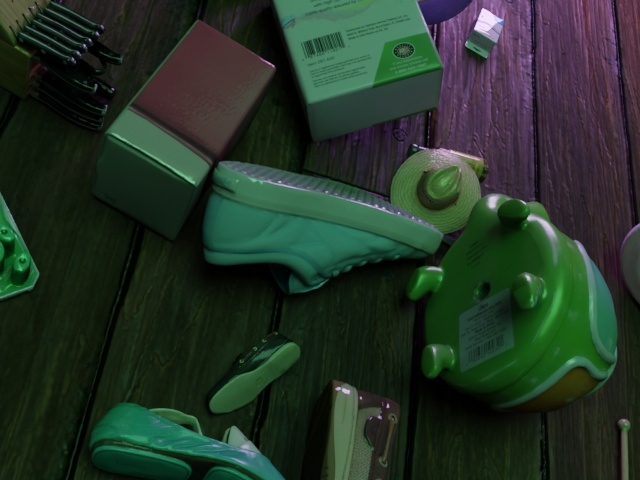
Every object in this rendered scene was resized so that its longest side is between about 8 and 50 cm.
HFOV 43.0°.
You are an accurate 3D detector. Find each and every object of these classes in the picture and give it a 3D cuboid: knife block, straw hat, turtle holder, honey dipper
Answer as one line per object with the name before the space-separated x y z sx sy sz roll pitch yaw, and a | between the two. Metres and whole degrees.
knife block | -0.401 -0.250 1.072 0.275 0.242 0.088 2 46 32
straw hat | 0.178 -0.080 1.194 0.144 0.061 0.145 2 73 -7
turtle holder | 0.259 0.087 1.084 0.227 0.243 0.320 30 15 -25
honey dipper | 0.418 0.320 1.118 0.030 0.030 0.161 21 52 -11

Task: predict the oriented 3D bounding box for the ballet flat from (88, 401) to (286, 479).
ballet flat | -0.129 0.237 0.903 0.247 0.083 0.087 22 42 -12

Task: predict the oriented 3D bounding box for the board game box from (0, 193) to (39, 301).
board game box | -0.572 -0.056 0.897 0.389 0.050 0.390 -22 72 -31

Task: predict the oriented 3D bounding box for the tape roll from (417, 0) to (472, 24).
tape roll | 0.148 -0.488 1.308 0.274 0.275 0.090 33 55 -2

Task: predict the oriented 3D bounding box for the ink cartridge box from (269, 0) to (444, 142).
ink cartridge box | 0.043 -0.314 1.223 0.201 0.117 0.278 -16 67 -2

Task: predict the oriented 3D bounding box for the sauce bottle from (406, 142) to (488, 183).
sauce bottle | 0.197 -0.122 1.265 0.128 0.042 0.042 12 58 -11

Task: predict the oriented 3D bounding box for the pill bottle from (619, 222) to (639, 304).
pill bottle | 0.645 -0.001 1.303 0.318 0.176 0.176 -23 73 -31

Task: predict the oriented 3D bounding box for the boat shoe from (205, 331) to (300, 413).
boat shoe | -0.087 0.160 0.987 0.133 0.049 0.042 -36 47 -25

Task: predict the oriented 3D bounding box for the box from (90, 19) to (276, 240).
box | -0.175 -0.143 1.053 0.126 0.149 0.232 31 56 -5

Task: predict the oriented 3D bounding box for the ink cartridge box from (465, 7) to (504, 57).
ink cartridge box | 0.294 -0.371 1.454 0.048 0.028 0.083 28 56 -6

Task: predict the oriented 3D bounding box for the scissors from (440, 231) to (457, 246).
scissors | 0.284 0.047 1.220 0.297 0.021 0.109 43 64 8

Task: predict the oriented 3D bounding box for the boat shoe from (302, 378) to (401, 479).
boat shoe | 0.041 0.325 0.902 0.123 0.123 0.342 17 51 -12

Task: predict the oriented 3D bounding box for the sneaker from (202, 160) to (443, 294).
sneaker | 0.000 0.000 1.084 0.365 0.150 0.135 13 15 -33
